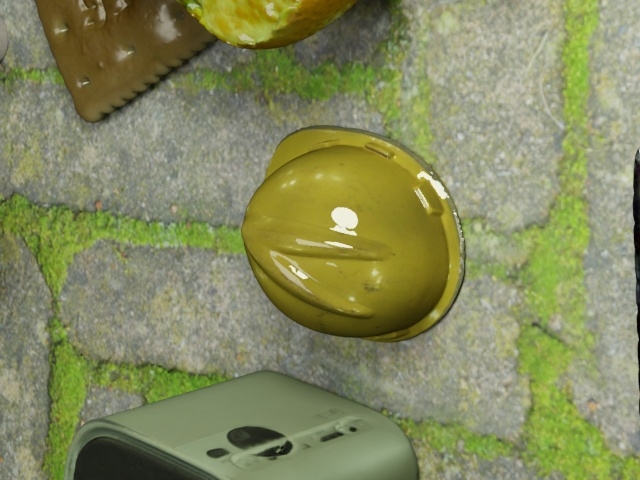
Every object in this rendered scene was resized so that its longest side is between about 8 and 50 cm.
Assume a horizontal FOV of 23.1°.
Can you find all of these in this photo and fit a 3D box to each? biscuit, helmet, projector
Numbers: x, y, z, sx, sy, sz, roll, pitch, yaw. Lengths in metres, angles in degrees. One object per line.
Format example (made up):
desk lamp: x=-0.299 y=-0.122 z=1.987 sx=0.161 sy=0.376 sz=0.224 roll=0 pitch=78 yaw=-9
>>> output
biscuit: x=-0.189 y=-0.280 z=1.657 sx=0.325 sy=0.044 sz=0.217 roll=-26 pitch=79 yaw=39
helmet: x=0.000 y=0.000 z=1.487 sx=0.257 sy=0.140 sz=0.205 roll=27 pitch=113 yaw=31
projector: x=-0.082 y=0.285 z=1.519 sx=0.249 sy=0.249 sz=0.248 roll=19 pitch=109 yaw=36

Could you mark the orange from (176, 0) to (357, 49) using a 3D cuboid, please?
orange: x=-0.060 y=-0.327 z=1.443 sx=0.334 sy=0.196 sz=0.262 roll=38 pitch=101 yaw=21

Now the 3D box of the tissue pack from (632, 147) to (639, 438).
tissue pack: x=0.363 y=0.101 z=1.133 sx=0.122 sy=0.259 sz=0.361 roll=-152 pitch=58 yaw=-80

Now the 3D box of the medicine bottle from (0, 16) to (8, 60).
medicine bottle: x=-0.457 y=-0.227 z=1.772 sx=0.122 sy=0.212 sz=0.121 roll=7 pitch=101 yaw=39
